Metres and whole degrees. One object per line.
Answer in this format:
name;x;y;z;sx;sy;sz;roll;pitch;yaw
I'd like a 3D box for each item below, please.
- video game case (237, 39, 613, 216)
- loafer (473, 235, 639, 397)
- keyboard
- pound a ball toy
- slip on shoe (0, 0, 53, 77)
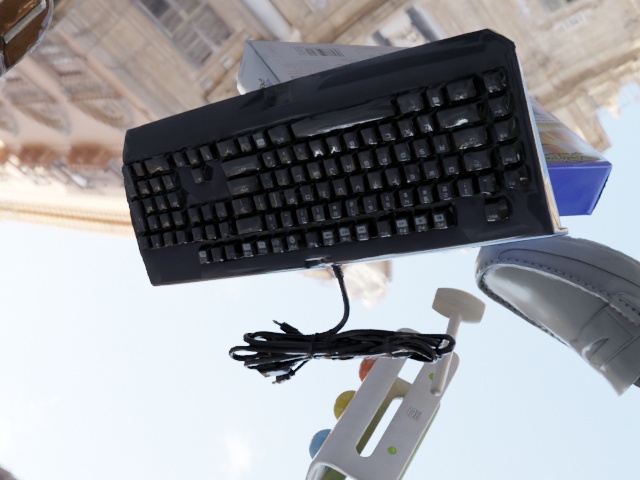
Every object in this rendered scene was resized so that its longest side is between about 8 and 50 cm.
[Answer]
video game case;0.089;-0.105;0.889;0.244;0.269;0.061;55;-40;47
loafer;0.291;0.088;0.897;0.319;0.112;0.111;22;-125;10
keyboard;0.000;0.000;0.602;0.317;0.202;0.033;-9;-166;39
pound a ball toy;0.098;0.216;1.342;0.135;0.208;0.319;26;-134;13
slip on shoe;-0.154;-0.054;0.326;0.041;0.051;0.135;32;-108;32
